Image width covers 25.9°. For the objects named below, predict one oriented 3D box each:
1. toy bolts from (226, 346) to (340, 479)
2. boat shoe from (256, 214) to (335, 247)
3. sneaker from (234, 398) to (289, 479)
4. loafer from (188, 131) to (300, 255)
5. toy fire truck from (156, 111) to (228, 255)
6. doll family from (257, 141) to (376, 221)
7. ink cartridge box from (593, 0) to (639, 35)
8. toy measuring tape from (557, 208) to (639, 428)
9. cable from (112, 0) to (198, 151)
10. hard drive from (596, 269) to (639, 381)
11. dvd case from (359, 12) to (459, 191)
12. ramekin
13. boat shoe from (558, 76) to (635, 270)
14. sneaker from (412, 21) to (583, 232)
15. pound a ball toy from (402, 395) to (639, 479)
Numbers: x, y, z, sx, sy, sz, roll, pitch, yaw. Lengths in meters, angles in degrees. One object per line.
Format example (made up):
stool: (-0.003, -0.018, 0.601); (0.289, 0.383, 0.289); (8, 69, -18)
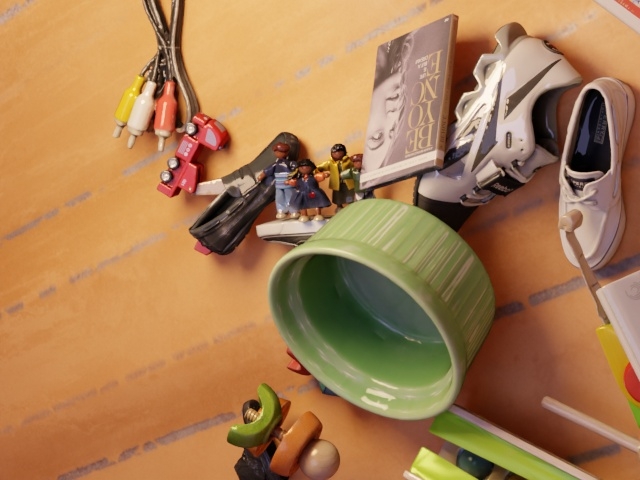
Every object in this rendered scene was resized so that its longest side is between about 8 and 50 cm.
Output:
toy bolts: (-0.006, 0.258, 2.077); (0.158, 0.218, 0.228); (31, 75, 12)
boat shoe: (0.000, 0.000, 2.065); (0.219, 0.078, 0.070); (0, 99, 32)
sneaker: (-0.108, 0.345, 2.216); (0.089, 0.051, 0.170); (-25, 87, 30)
loafer: (-0.114, -0.077, 2.106); (0.223, 0.078, 0.076); (-52, 28, 14)
toy fire truck: (-0.180, -0.089, 2.182); (0.135, 0.047, 0.192); (31, 103, 6)
doll family: (-0.001, -0.091, 2.030); (0.193, 0.076, 0.111); (-6, 107, 7)
ink cartridge box: (0.442, -0.408, 1.659); (0.272, 0.130, 0.309); (43, 119, 23)
toy measuring tape: (0.412, 0.104, 1.764); (0.121, 0.121, 0.330); (-20, 95, 35)
cable: (-0.249, -0.281, 2.193); (0.140, 0.072, 0.287); (17, 107, 26)
hard drive: (0.495, 0.159, 1.691); (0.203, 0.040, 0.307); (-23, 79, -8)
dvd case: (0.120, -0.187, 1.903); (0.164, 0.018, 0.221); (-15, 63, 53)
ramekin: (0.092, 0.088, 1.912); (0.303, 0.148, 0.303); (24, 140, 22)
boat shoe: (0.346, -0.083, 1.808); (0.095, 0.084, 0.258); (8, 103, 33)
sneaker: (0.235, -0.111, 1.857); (0.146, 0.122, 0.330); (37, 117, 26)
pound a ball toy: (0.305, 0.311, 1.898); (0.319, 0.136, 0.208); (25, 86, 29)
